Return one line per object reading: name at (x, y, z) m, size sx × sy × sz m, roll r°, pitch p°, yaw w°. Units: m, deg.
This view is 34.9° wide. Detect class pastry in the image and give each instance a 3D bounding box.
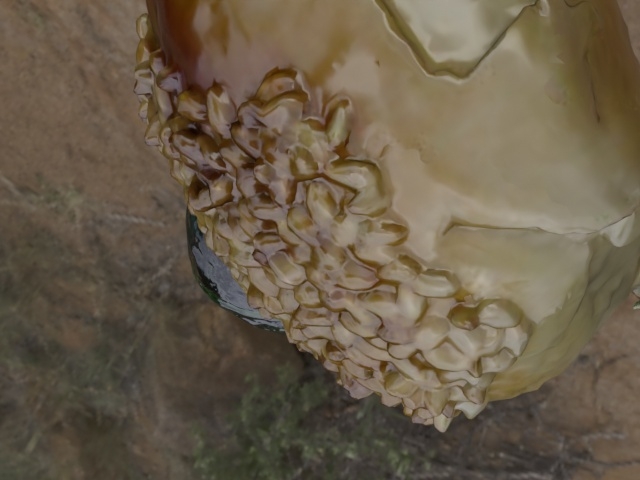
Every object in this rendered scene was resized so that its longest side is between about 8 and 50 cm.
pastry at (0.032, -0.068, 0.618) m, size 0.410 × 0.245 × 0.409 m, roll 54°, pitch 176°, yaw 6°

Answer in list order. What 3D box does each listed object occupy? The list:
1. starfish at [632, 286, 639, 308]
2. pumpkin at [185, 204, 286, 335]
starfish at (0.288, 0.090, 0.727) m, size 0.223 × 0.050 × 0.217 m, roll 29°, pitch -177°, yaw -35°
pumpkin at (0.000, 0.000, 1.168) m, size 0.315 × 0.239 × 0.315 m, roll 3°, pitch 146°, yaw 2°
